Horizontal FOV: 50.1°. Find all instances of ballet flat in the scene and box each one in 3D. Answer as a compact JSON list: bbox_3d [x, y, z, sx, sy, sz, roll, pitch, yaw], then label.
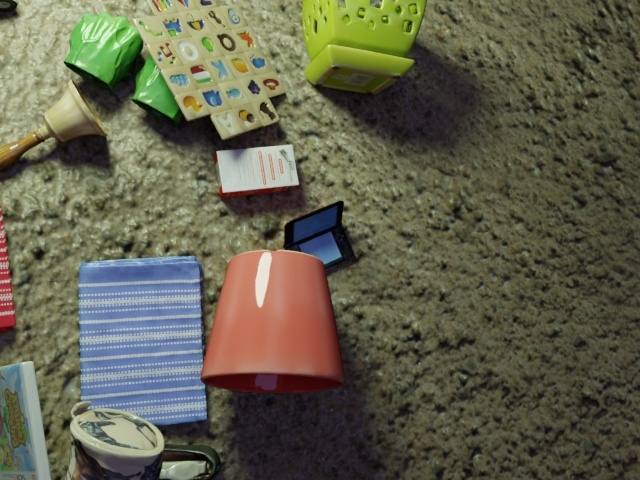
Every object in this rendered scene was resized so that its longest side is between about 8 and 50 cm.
[{"bbox_3d":[-0.326,0.426,1.295,0.281,0.096,0.095,0,83,-17],"label":"ballet flat"}]

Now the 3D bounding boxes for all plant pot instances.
[{"bbox_3d":[-0.089,0.160,1.337,0.275,0.275,0.243,6,70,-16],"label":"plant pot"},{"bbox_3d":[0.087,-0.447,1.502,0.227,0.228,0.207,6,85,-17],"label":"plant pot"}]

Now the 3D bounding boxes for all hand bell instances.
[{"bbox_3d":[-0.557,-0.200,1.339,0.242,0.126,0.126,-32,91,-6],"label":"hand bell"}]

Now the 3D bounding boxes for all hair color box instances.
[{"bbox_3d":[-0.138,-0.148,1.469,0.167,0.053,0.093,-7,82,-17],"label":"hair color box"}]

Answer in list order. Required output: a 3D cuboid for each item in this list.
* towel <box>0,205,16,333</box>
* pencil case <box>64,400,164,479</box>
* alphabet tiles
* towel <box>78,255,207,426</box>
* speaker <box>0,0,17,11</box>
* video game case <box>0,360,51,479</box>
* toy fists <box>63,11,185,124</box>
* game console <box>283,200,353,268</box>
[{"bbox_3d":[-0.673,0.045,1.244,0.199,0.031,0.274,-6,88,-38],"label":"towel"},{"bbox_3d":[-0.389,0.483,1.166,0.184,0.160,0.410,17,99,2],"label":"pencil case"},{"bbox_3d":[-0.224,-0.381,1.442,0.285,0.011,0.342,-29,90,-44],"label":"alphabet tiles"},{"bbox_3d":[-0.349,0.201,1.355,0.243,0.040,0.335,-2,82,-16],"label":"towel"},{"bbox_3d":[-0.649,-0.536,1.374,0.055,0.055,0.136,-11,84,-18],"label":"speaker"},{"bbox_3d":[-0.542,0.327,1.203,0.023,0.193,0.212,-4,81,-48],"label":"video game case"},{"bbox_3d":[-0.376,-0.358,1.411,0.279,0.096,0.142,28,82,-13],"label":"toy fists"},{"bbox_3d":[0.000,0.000,1.470,0.144,0.085,0.124,-23,88,-19],"label":"game console"}]
